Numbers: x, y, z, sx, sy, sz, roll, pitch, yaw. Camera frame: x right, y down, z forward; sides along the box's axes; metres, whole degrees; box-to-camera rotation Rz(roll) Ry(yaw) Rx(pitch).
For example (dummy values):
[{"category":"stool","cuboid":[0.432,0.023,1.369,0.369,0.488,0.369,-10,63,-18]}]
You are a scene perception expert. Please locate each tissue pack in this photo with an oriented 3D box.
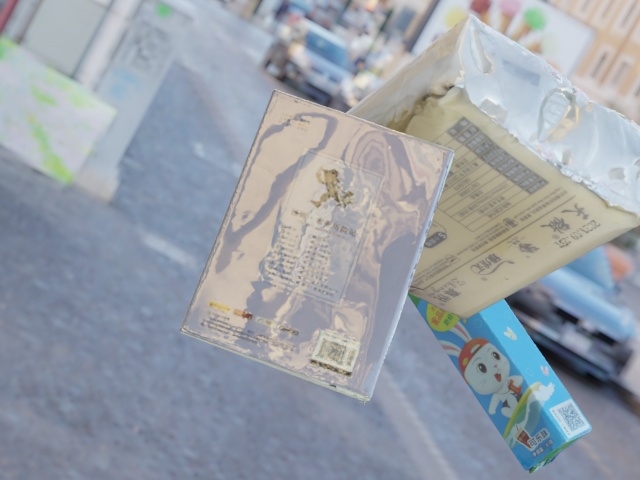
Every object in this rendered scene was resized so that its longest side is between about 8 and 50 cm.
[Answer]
[{"category":"tissue pack","cuboid":[0.107,-0.045,1.192,0.186,0.090,0.222,30,-36,-17]}]

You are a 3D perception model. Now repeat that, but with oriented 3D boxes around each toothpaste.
[{"category":"toothpaste","cuboid":[0.160,0.098,1.634,0.050,0.065,0.266,-16,68,-48]}]

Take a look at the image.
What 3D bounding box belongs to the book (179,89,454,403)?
[{"category":"book","cuboid":[0.000,0.000,1.044,0.127,0.181,0.014,19,-23,1]}]
